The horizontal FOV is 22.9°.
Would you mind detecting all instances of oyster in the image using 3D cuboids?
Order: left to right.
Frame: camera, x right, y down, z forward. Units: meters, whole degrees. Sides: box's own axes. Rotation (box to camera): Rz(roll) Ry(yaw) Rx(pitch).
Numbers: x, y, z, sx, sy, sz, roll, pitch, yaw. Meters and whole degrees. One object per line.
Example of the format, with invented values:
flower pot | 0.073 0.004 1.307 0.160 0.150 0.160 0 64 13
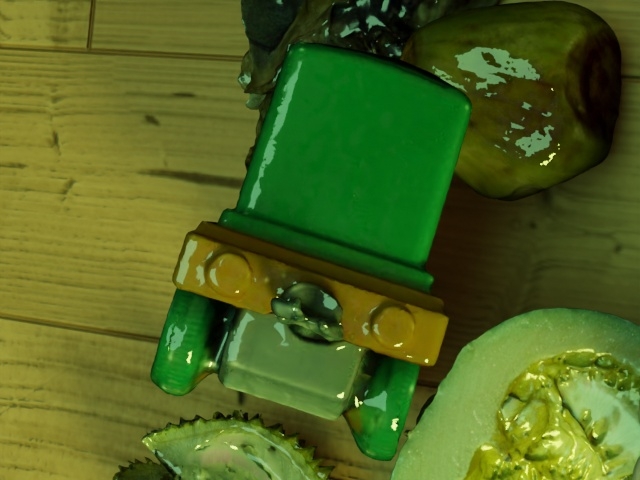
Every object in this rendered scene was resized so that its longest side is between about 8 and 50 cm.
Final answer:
oyster | 0.020 -0.220 1.258 0.361 0.096 0.221 -49 61 16

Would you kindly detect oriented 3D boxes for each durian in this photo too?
durian | -0.064 0.263 1.249 0.193 0.138 0.237 -11 57 -10

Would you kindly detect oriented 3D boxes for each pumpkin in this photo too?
pumpkin | 0.169 0.212 1.096 0.263 0.197 0.293 30 82 8

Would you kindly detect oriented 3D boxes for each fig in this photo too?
fig | 0.134 -0.106 1.158 0.165 0.154 0.144 18 53 -4

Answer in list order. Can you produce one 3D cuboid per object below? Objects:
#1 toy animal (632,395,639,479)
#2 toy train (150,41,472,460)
toy animal | 0.273 0.142 0.917 0.178 0.127 0.193 -19 43 10
toy train | 0.000 0.000 1.096 0.178 0.429 0.249 17 91 -1
